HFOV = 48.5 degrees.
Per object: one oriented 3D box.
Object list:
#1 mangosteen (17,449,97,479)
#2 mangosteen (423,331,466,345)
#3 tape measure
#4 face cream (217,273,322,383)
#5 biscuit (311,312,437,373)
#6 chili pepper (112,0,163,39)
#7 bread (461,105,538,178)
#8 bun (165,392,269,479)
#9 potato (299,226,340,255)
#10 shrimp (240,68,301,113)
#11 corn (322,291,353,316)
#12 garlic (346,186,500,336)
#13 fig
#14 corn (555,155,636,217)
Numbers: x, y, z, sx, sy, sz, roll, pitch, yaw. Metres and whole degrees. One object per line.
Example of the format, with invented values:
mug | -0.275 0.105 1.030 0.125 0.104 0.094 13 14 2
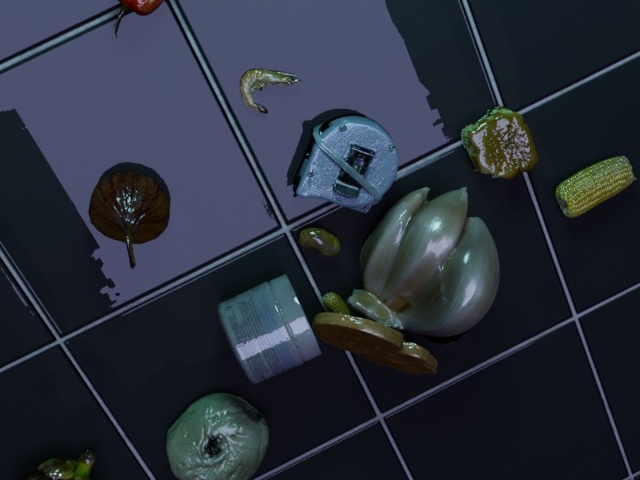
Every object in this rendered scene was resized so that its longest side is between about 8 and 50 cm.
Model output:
mangosteen | -0.519 0.525 1.421 0.217 0.192 0.192 -48 111 -14
mangosteen | 0.265 0.161 1.499 0.140 0.140 0.140 -3 108 -10
tape measure | 0.056 -0.149 1.358 0.182 0.107 0.180 12 111 -12
face cream | -0.100 0.173 1.388 0.153 0.177 0.177 -23 110 -4
biscuit | 0.114 0.208 1.447 0.289 0.202 0.044 25 68 -23
chili pepper | -0.310 -0.425 1.209 0.086 0.084 0.192 30 95 -2
bread | 0.357 -0.189 1.424 0.128 0.069 0.140 -29 110 0
bun | -0.214 0.434 1.485 0.221 0.108 0.221 -4 108 -11
potato | 0.000 0.000 1.425 0.092 0.045 0.046 23 138 -15
shrimp | -0.093 -0.279 1.331 0.115 0.023 0.083 -2 111 -5
corn | 0.039 0.145 1.484 0.037 0.037 0.092 -34 110 1
garlic | 0.212 0.056 1.391 0.279 0.132 0.325 42 107 12
fig | -0.348 -0.038 1.265 0.146 0.201 0.133 4 116 -6
corn | 0.577 -0.115 1.494 0.165 0.063 0.085 -26 87 -3
